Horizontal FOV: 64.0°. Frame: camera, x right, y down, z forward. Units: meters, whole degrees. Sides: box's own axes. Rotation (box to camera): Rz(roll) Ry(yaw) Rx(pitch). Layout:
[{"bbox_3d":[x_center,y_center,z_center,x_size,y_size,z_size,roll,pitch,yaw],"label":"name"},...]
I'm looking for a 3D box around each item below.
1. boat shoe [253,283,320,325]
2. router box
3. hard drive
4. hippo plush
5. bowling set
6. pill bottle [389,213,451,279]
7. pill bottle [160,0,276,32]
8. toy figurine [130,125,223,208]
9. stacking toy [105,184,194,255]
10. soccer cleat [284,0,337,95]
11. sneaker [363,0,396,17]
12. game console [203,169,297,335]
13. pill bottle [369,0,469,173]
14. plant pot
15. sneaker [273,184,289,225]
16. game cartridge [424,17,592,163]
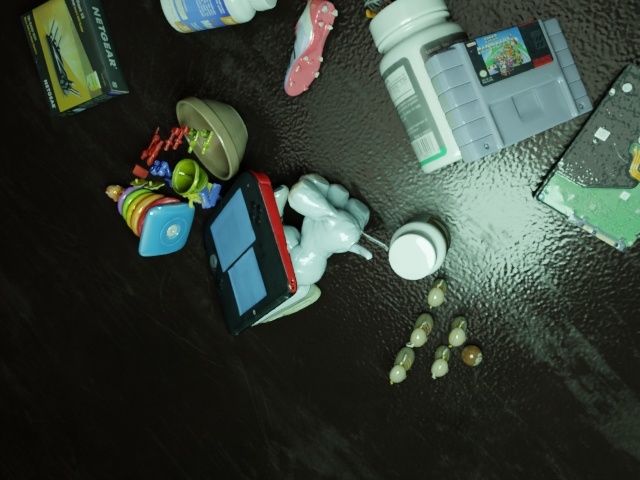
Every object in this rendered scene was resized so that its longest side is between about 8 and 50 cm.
[{"bbox_3d":[-0.135,0.186,1.449,0.302,0.109,0.094,-25,135,31],"label":"boat shoe"},{"bbox_3d":[-0.733,-0.554,1.527,0.243,0.081,0.308,-15,95,21],"label":"router box"},{"bbox_3d":[0.664,-0.174,1.116,0.237,0.064,0.338,33,108,11],"label":"hard drive"},{"bbox_3d":[0.000,0.000,1.301,0.294,0.234,0.236,46,116,15],"label":"hippo plush"},{"bbox_3d":[0.312,0.253,1.273,0.200,0.154,0.287,23,107,14],"label":"bowling set"},{"bbox_3d":[0.234,0.015,1.214,0.131,0.229,0.131,4,102,18],"label":"pill bottle"},{"bbox_3d":[-0.256,-0.629,1.307,0.272,0.152,0.152,0,100,20],"label":"pill bottle"},{"bbox_3d":[-0.332,-0.176,1.403,0.363,0.217,0.191,12,75,47],"label":"toy figurine"},{"bbox_3d":[-0.535,-0.097,1.526,0.302,0.175,0.165,32,115,26],"label":"stacking toy"},{"bbox_3d":[-0.038,-0.494,1.306,0.095,0.083,0.248,44,120,39],"label":"soccer cleat"},{"bbox_3d":[0.158,-0.556,1.170,0.084,0.215,0.083,-9,114,-15],"label":"sneaker"},{"bbox_3d":[-0.200,0.039,1.330,0.386,0.060,0.341,-40,59,51],"label":"game console"},{"bbox_3d":[0.257,-0.352,1.150,0.204,0.204,0.361,-22,93,22],"label":"pill bottle"},{"bbox_3d":[-0.272,-0.289,1.374,0.237,0.110,0.237,42,154,26],"label":"plant pot"},{"bbox_3d":[-0.114,-0.026,1.404,0.153,0.094,0.235,39,110,7],"label":"sneaker"},{"bbox_3d":[0.400,-0.323,1.063,0.355,0.068,0.230,-24,96,-23],"label":"game cartridge"}]
